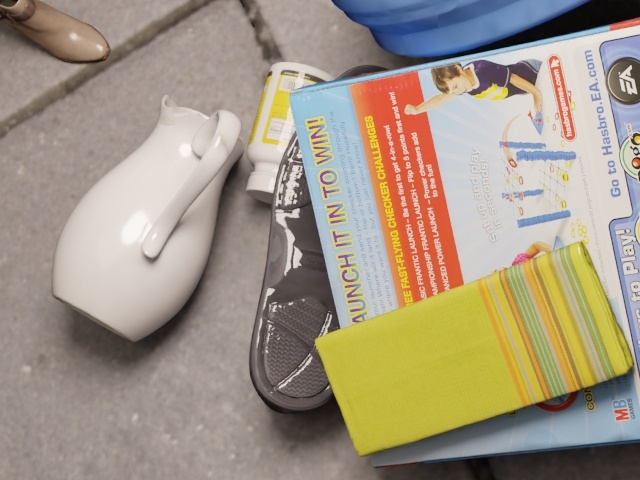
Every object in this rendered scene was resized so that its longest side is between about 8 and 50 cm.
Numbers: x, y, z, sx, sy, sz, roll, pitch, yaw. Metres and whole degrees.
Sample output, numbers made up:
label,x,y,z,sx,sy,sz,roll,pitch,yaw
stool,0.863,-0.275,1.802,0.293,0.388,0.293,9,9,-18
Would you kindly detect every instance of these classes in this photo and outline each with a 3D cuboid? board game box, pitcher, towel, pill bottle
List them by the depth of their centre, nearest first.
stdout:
label,x,y,z,sx,sy,sz,roll,pitch,yaw
towel,0.112,0.084,1.464,0.237,0.021,0.102,-21,87,29
board game box,0.156,0.004,1.483,0.302,0.086,0.308,-9,98,27
pitcher,-0.139,-0.021,1.670,0.125,0.178,0.207,31,83,-12
pill bottle,-0.028,-0.091,1.698,0.065,0.065,0.116,10,77,27

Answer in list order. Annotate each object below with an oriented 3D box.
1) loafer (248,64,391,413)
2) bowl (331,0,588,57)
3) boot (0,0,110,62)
label,x,y,z,sx,sy,sz,roll,pitch,yaw
loafer,0.000,0.000,1.643,0.109,0.095,0.302,18,76,-7
bowl,0.185,-0.274,1.532,0.391,0.077,0.391,-28,20,11
boot,-0.263,-0.207,1.831,0.118,0.087,0.042,20,80,28
